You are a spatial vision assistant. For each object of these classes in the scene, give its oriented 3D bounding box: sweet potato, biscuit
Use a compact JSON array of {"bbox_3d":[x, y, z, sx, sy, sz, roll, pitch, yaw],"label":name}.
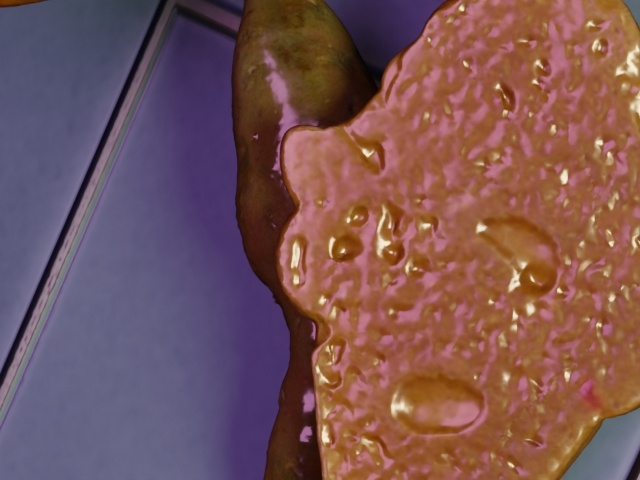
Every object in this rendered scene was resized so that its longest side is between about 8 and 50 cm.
[{"bbox_3d":[0.002,0.002,0.796,0.074,0.074,0.270,-5,87,36],"label":"sweet potato"},{"bbox_3d":[0.065,0.012,0.734,0.183,0.043,0.280,16,97,13],"label":"biscuit"}]

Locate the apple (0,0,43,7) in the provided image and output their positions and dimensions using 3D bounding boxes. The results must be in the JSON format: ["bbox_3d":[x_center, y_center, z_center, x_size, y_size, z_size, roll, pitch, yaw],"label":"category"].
[{"bbox_3d":[-0.157,-0.240,0.839,0.299,0.299,0.275,53,125,32],"label":"apple"}]
